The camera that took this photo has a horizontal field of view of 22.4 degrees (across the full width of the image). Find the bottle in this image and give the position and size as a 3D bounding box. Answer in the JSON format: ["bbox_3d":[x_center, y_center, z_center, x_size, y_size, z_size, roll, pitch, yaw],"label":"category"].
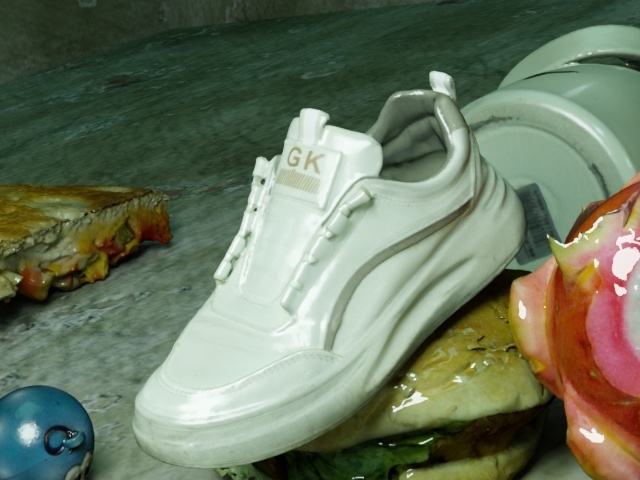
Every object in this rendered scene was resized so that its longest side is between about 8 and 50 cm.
[{"bbox_3d":[0.253,-0.077,1.459,0.229,0.229,0.352,-1,17,34],"label":"bottle"}]

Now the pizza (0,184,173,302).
[{"bbox_3d":[-0.385,0.020,1.745,0.440,0.130,0.406,-1,15,-2],"label":"pizza"}]

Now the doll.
[{"bbox_3d":[-0.227,0.154,1.210,0.152,0.085,0.114,-13,25,39],"label":"doll"}]

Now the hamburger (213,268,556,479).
[{"bbox_3d":[0.045,0.090,1.142,0.285,0.134,0.265,1,22,27],"label":"hamburger"}]

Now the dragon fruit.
[{"bbox_3d":[0.230,0.056,0.987,0.224,0.224,0.227,-6,-16,19],"label":"dragon fruit"}]

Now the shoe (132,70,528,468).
[{"bbox_3d":[0.000,0.000,1.001,0.124,0.159,0.316,16,42,43],"label":"shoe"}]
